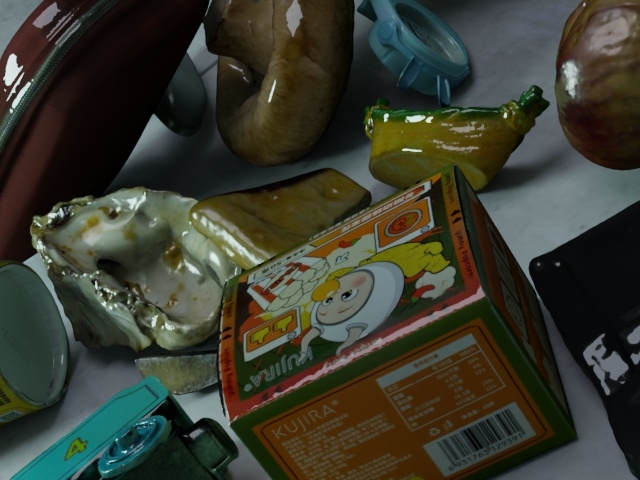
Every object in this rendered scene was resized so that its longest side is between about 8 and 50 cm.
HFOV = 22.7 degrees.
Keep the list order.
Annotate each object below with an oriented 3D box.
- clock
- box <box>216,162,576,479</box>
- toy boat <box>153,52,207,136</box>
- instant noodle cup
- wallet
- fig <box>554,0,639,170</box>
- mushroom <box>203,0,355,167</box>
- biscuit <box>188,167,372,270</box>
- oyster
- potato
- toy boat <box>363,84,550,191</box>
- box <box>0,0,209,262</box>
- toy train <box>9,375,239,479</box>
[{"bbox_3d":[0.092,-0.180,1.515,0.045,0.108,0.147,-49,27,24],"label":"clock"},{"bbox_3d":[0.049,0.076,1.110,0.195,0.148,0.177,-27,30,14],"label":"box"},{"bbox_3d":[-0.177,-0.169,1.817,0.085,0.078,0.260,-56,24,12],"label":"toy boat"},{"bbox_3d":[-0.326,0.101,1.460,0.144,0.182,0.182,-15,33,18],"label":"instant noodle cup"},{"bbox_3d":[0.279,0.044,1.024,0.247,0.041,0.323,-32,31,6],"label":"wallet"},{"bbox_3d":[0.281,-0.146,1.207,0.231,0.143,0.160,-24,12,23],"label":"fig"},{"bbox_3d":[-0.038,-0.206,1.581,0.278,0.146,0.278,-170,90,-72],"label":"mushroom"},{"bbox_3d":[0.000,0.000,1.355,0.174,0.039,0.183,-12,38,-38],"label":"biscuit"},{"bbox_3d":[-0.164,0.036,1.442,0.341,0.110,0.166,3,39,45],"label":"oyster"},{"bbox_3d":[-0.107,0.111,1.351,0.093,0.036,0.037,-6,-2,14],"label":"potato"},{"bbox_3d":[0.101,-0.093,1.377,0.229,0.089,0.088,1,58,53],"label":"toy boat"},{"bbox_3d":[-0.252,-0.131,1.605,0.263,0.108,0.404,-46,-5,-43],"label":"box"},{"bbox_3d":[-0.158,0.195,1.199,0.198,0.107,0.154,-38,20,-8],"label":"toy train"}]
